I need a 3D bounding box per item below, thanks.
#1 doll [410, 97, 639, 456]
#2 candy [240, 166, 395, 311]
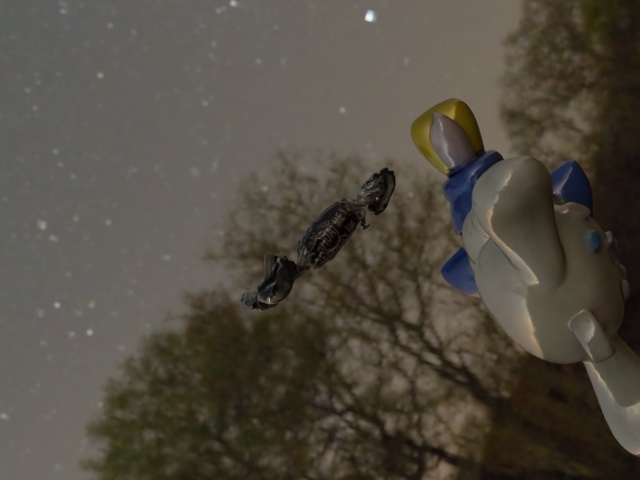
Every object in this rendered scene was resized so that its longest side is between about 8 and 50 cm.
[{"bbox_3d":[0.234,0.008,1.344,0.365,0.187,0.376,-114,8,-60],"label":"doll"},{"bbox_3d":[0.000,0.000,1.424,0.226,0.051,0.094,-40,-6,-16],"label":"candy"}]
